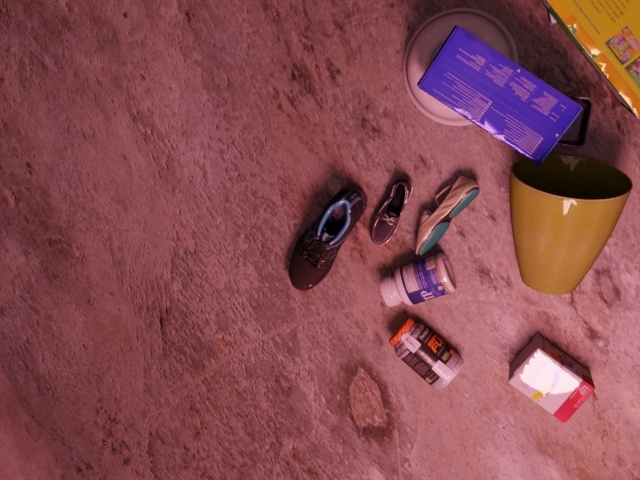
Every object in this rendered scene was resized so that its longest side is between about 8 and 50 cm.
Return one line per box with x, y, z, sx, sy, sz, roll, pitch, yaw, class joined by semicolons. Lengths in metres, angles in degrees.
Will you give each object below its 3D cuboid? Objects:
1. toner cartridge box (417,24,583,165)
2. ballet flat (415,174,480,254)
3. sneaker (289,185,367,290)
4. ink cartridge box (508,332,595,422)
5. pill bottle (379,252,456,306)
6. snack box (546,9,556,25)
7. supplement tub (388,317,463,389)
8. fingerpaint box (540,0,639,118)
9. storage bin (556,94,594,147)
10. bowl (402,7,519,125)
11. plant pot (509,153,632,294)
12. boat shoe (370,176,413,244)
0.416;-0.340;1.608;0.348;0.075;0.165;32;110;-5;toner cartridge box
0.321;-0.072;1.823;0.086;0.086;0.248;42;107;5;ballet flat
0.000;0.000;1.890;0.125;0.139;0.340;32;109;6;sneaker
0.599;0.356;1.791;0.176;0.128;0.127;36;108;6;ink cartridge box
0.261;0.113;1.850;0.187;0.112;0.112;-21;94;20;pill bottle
0.602;-0.696;1.616;0.187;0.060;0.321;-13;97;16;snack box
0.287;0.308;1.879;0.190;0.117;0.117;41;109;4;supplement tub
0.708;-0.563;1.495;0.371;0.163;0.445;-40;103;22;fingerpaint box
0.570;-0.300;1.693;0.180;0.084;0.122;9;103;14;storage bin
0.342;-0.434;1.708;0.298;0.134;0.297;3;101;15;bowl
0.581;-0.026;1.673;0.275;0.275;0.293;10;120;14;plant pot
0.186;-0.077;1.859;0.075;0.065;0.206;28;107;9;boat shoe
